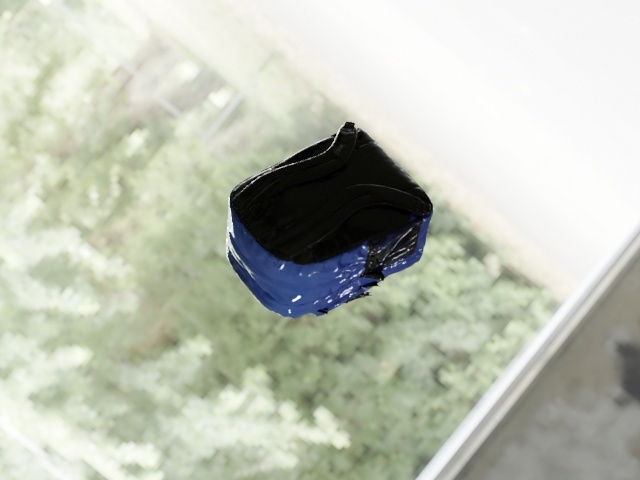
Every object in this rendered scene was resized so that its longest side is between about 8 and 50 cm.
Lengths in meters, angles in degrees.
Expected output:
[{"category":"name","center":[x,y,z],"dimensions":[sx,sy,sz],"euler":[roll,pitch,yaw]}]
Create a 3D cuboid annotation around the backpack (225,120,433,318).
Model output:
[{"category":"backpack","center":[0.000,0.000,1.067],"dimensions":[0.098,0.120,0.101],"euler":[44,143,32]}]
